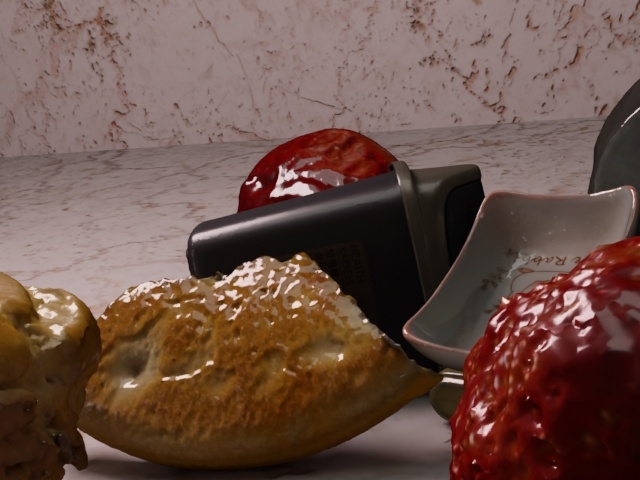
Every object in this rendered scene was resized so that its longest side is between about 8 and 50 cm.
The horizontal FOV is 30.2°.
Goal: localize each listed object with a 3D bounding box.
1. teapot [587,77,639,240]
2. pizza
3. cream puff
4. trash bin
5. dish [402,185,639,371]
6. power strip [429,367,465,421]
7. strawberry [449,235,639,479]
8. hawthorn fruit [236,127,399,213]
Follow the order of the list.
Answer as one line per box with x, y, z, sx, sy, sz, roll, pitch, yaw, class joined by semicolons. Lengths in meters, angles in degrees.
0.423;-0.022;1.146;0.376;0.305;0.361;-33;-15;38;teapot
-0.077;0.106;1.024;0.365;0.182;0.074;-10;-28;14;pizza
-0.332;0.140;0.860;0.343;0.231;0.327;-6;12;-43;cream puff
0.029;0.040;1.158;0.290;0.209;0.182;-12;8;2;trash bin
0.182;0.044;1.008;0.151;0.077;0.212;0;38;35;dish
0.267;0.133;0.952;0.387;0.066;0.092;4;20;38;power strip
0.183;0.120;0.681;0.257;0.257;0.277;-17;7;-35;strawberry
0.000;0.000;1.370;0.230;0.210;0.266;12;33;17;hawthorn fruit
